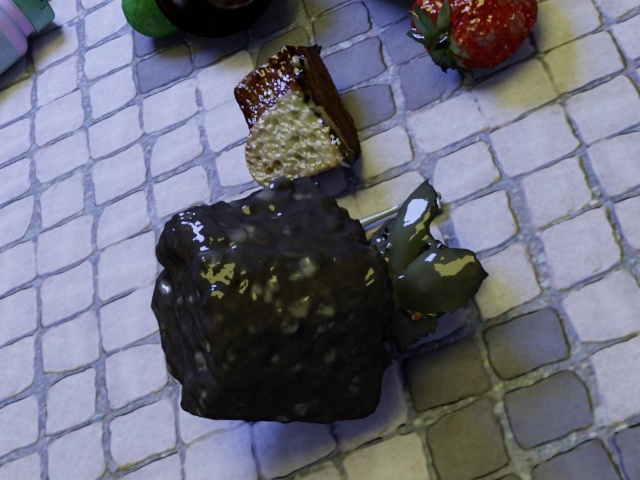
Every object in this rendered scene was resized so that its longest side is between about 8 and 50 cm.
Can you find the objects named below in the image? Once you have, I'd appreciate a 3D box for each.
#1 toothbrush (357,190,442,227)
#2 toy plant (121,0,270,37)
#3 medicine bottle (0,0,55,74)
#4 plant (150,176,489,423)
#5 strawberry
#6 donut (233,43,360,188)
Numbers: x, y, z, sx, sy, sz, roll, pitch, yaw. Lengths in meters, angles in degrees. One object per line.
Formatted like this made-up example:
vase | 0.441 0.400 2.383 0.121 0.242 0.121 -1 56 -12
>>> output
toothbrush | 0.000 0.000 1.482 0.286 0.020 0.025 -18 53 16
toy plant | -0.155 -0.355 1.788 0.218 0.175 0.235 -36 16 -12
medicine bottle | -0.520 -0.280 1.946 0.274 0.133 0.133 -42 44 -9
plant | 0.005 0.054 1.312 0.312 0.213 0.215 -8 38 -26
strawberry | 0.180 -0.260 1.530 0.148 0.131 0.131 -46 45 -1
donut | -0.025 -0.136 1.556 0.126 0.144 0.186 -27 75 16
